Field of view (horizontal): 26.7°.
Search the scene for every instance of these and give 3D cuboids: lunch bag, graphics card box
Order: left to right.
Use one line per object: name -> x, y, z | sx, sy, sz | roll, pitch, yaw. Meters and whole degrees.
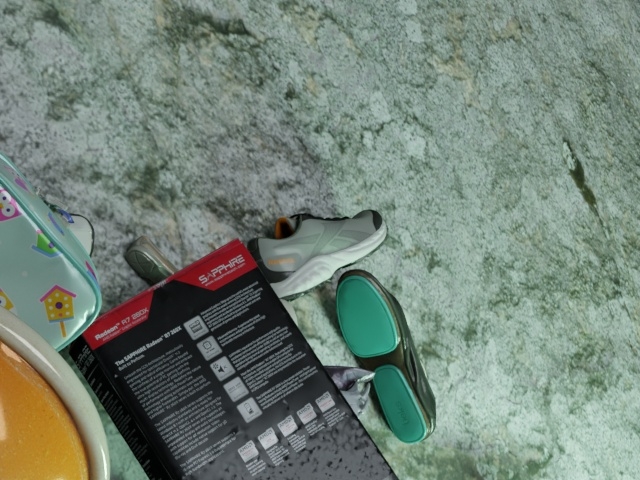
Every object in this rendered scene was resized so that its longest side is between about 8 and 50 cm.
lunch bag -> -0.362, 0.047, 1.295 | 0.224, 0.279, 0.108 | 52, 3, -17
graphics card box -> -0.092, 0.210, 1.542 | 0.233, 0.094, 0.371 | -31, 81, -28

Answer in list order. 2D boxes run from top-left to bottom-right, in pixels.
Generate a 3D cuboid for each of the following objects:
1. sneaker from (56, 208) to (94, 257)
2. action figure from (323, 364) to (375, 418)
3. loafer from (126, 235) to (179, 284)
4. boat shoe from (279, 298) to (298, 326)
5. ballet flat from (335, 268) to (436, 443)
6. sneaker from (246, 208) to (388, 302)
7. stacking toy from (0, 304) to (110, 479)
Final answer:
sneaker -> -0.353, -0.005, 1.450 | 0.315, 0.128, 0.182 | 64, 35, -18
action figure -> 0.012, 0.303, 1.704 | 0.099, 0.185, 0.285 | 14, 57, -25
loafer -> -0.187, 0.045, 1.672 | 0.125, 0.045, 0.039 | 49, 37, -20
boat shoe -> -0.082, 0.216, 1.670 | 0.097, 0.117, 0.324 | 17, 58, -39
ballet flat -> 0.096, 0.156, 1.926 | 0.096, 0.095, 0.280 | -47, 121, -58
sneaker -> 0.000, 0.000, 1.866 | 0.271, 0.100, 0.108 | -29, 92, -51
stacking toy -> -0.400, 0.278, 1.037 | 0.350, 0.351, 0.480 | 52, 34, -21
